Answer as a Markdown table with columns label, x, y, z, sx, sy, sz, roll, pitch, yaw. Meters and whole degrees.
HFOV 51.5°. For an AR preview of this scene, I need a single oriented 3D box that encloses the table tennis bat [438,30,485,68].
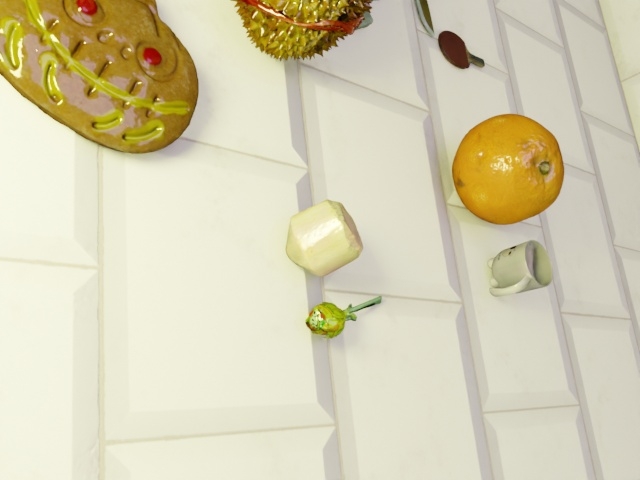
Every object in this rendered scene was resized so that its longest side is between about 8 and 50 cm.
| label | x | y | z | sx | sy | sz | roll | pitch | yaw |
| --- | --- | --- | --- | --- | --- | --- | --- | --- | --- |
| table tennis bat | 0.457 | -0.607 | 2.148 | 0.220 | 0.019 | 0.130 | 11 | 66 | -38 |

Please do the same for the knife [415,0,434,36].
| label | x | y | z | sx | sy | sz | roll | pitch | yaw |
| --- | --- | --- | --- | --- | --- | --- | --- | --- | --- |
| knife | 0.309 | -0.798 | 2.084 | 0.061 | 0.027 | 0.343 | 1 | 73 | -47 |

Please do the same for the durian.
| label | x | y | z | sx | sy | sz | roll | pitch | yaw |
| --- | --- | --- | --- | --- | --- | --- | --- | --- | --- |
| durian | -0.034 | -0.582 | 1.455 | 0.348 | 0.348 | 0.384 | 25 | 92 | -34 |

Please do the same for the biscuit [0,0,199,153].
| label | x | y | z | sx | sy | sz | roll | pitch | yaw |
| --- | --- | --- | --- | --- | --- | --- | --- | --- | --- |
| biscuit | -0.390 | -0.351 | 1.192 | 0.394 | 0.070 | 0.350 | 29 | 63 | -30 |

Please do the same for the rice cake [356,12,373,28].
| label | x | y | z | sx | sy | sz | roll | pitch | yaw |
| --- | --- | --- | --- | --- | --- | --- | --- | --- | --- |
| rice cake | 0.062 | -0.609 | 1.768 | 0.211 | 0.038 | 0.124 | -29 | 93 | -46 |

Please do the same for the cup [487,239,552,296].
| label | x | y | z | sx | sy | sz | roll | pitch | yaw |
| --- | --- | --- | --- | --- | --- | --- | --- | --- | --- |
| cup | 0.549 | 0.098 | 1.853 | 0.134 | 0.142 | 0.173 | 32 | 54 | -30 |

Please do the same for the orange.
| label | x | y | z | sx | sy | sz | roll | pitch | yaw |
| --- | --- | --- | --- | --- | --- | --- | --- | --- | --- |
| orange | 0.519 | -0.196 | 1.841 | 0.312 | 0.312 | 0.312 | 18 | 61 | -37 |

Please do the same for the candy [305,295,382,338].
| label | x | y | z | sx | sy | sz | roll | pitch | yaw |
| --- | --- | --- | --- | --- | --- | --- | --- | --- | --- |
| candy | 0.064 | 0.156 | 1.442 | 0.077 | 0.073 | 0.262 | 36 | 26 | 26 |

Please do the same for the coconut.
| label | x | y | z | sx | sy | sz | roll | pitch | yaw |
| --- | --- | --- | --- | --- | --- | --- | --- | --- | --- |
| coconut | 0.000 | 0.000 | 1.385 | 0.147 | 0.153 | 0.147 | 57 | 14 | -23 |
